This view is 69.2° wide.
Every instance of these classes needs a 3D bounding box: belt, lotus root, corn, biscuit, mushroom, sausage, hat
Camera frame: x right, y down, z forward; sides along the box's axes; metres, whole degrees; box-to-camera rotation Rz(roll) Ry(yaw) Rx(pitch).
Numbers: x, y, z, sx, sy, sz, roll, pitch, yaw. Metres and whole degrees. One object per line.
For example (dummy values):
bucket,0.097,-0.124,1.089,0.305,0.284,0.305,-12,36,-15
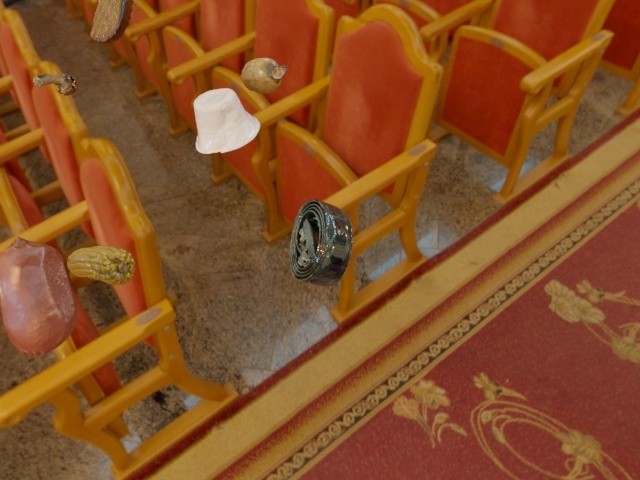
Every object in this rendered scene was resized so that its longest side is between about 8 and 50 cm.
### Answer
belt,0.000,0.000,1.285,0.116,0.206,0.267,16,52,-28
lotus root,-0.212,-0.622,1.752,0.221,0.125,0.118,14,50,38
corn,-0.616,0.062,1.283,0.313,0.102,0.102,4,47,39
biscuit,-0.523,-0.594,1.159,0.031,0.229,0.176,-11,82,-50
mushroom,-0.743,-0.435,1.292,0.061,0.060,0.187,-37,10,13
sausage,-0.609,0.116,1.001,0.148,0.148,0.254,-20,93,-10
hat,-0.278,-0.346,1.298,0.203,0.126,0.203,-9,40,7
